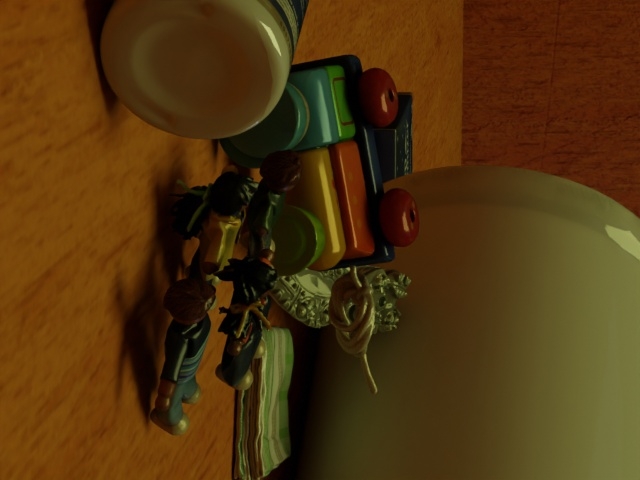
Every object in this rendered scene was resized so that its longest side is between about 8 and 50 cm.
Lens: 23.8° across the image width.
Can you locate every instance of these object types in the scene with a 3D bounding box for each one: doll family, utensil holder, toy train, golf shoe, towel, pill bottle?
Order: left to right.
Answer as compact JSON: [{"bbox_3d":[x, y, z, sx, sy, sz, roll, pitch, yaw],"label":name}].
[{"bbox_3d":[-0.051,-0.138,0.794,0.169,0.094,0.094,-77,166,-47],"label":"pill bottle"},{"bbox_3d":[-0.054,0.020,0.857,0.111,0.076,0.193,111,-14,-50],"label":"doll family"},{"bbox_3d":[-0.038,0.121,1.149,0.152,0.023,0.113,11,82,-81],"label":"towel"},{"bbox_3d":[-0.008,0.032,1.202,0.176,0.086,0.069,26,84,-52],"label":"golf shoe"},{"bbox_3d":[0.000,0.000,1.043,0.143,0.105,0.248,-20,101,-68],"label":"toy train"},{"bbox_3d":[0.136,0.182,1.338,0.327,0.328,0.385,79,18,-53],"label":"utensil holder"}]

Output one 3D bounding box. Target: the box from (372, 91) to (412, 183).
[{"bbox_3d":[0.084,-0.086,1.817,0.225,0.037,0.136,-60,151,-68],"label":"box"}]
